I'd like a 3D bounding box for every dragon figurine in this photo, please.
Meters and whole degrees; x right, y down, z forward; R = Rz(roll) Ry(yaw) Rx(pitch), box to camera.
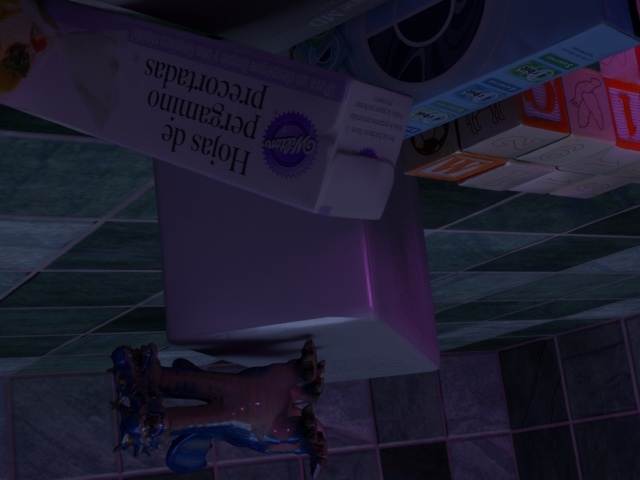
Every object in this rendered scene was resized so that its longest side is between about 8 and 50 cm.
[{"bbox_3d":[-0.069,0.130,0.778,0.144,0.085,0.289,-3,163,5],"label":"dragon figurine"}]

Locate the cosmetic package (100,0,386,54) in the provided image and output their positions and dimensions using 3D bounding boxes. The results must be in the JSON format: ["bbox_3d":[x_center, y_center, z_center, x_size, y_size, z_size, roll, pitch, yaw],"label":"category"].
[{"bbox_3d":[-0.067,-0.170,0.463,0.238,0.107,0.127,10,161,-43],"label":"cosmetic package"}]

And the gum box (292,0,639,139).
[{"bbox_3d":[0.060,-0.143,0.531,0.184,0.157,0.041,-19,162,41],"label":"gum box"}]

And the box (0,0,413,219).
[{"bbox_3d":[-0.110,-0.087,0.538,0.324,0.063,0.067,20,-170,28],"label":"box"}]

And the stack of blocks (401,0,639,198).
[{"bbox_3d":[0.175,-0.120,0.661,0.297,0.171,0.087,3,163,-40],"label":"stack of blocks"}]

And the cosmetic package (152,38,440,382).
[{"bbox_3d":[0.000,0.000,0.946,0.161,0.230,0.453,-8,166,10],"label":"cosmetic package"}]
